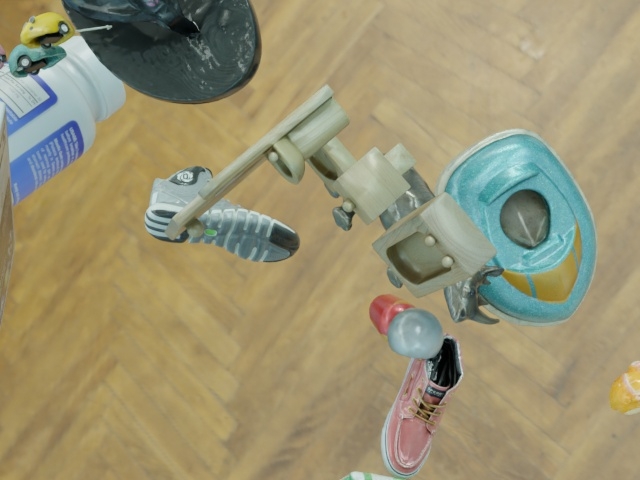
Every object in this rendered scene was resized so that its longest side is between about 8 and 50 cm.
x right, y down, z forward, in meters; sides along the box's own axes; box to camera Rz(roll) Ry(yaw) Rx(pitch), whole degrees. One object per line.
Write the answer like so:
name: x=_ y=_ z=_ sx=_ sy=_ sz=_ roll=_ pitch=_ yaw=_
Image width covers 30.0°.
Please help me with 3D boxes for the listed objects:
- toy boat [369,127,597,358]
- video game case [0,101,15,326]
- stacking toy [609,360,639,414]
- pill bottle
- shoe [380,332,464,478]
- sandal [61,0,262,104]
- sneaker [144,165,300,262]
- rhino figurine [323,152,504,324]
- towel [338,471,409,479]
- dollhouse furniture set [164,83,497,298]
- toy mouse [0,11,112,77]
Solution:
toy boat: x=0.204 y=0.033 z=1.475 sx=0.318 sy=0.267 sz=0.148 roll=-36 pitch=19 yaw=-6
video game case: x=-0.280 y=0.009 z=0.998 sx=0.022 sy=0.173 sz=0.190 roll=3 pitch=44 yaw=-7
stacking toy: x=0.408 y=0.084 z=1.153 sx=0.302 sy=0.175 sz=0.166 roll=-38 pitch=85 yaw=18
pill bottle: x=-0.383 y=-0.141 z=1.512 sx=0.152 sy=0.152 sz=0.272 roll=22 pitch=53 yaw=40
shoe: x=0.125 y=0.199 z=1.455 sx=0.081 sy=0.063 sz=0.178 roll=122 pitch=169 yaw=-65
sandal: x=-0.238 y=-0.313 z=1.252 sx=0.167 sy=0.107 sz=0.446 roll=-43 pitch=76 yaw=10
sneaker: x=-0.138 y=-0.051 z=1.733 sx=0.132 sy=0.229 sz=0.086 roll=-95 pitch=25 yaw=-44
rhino figurine: x=0.116 y=0.000 z=1.329 sx=0.106 sy=0.073 sz=0.243 roll=-37 pitch=79 yaw=-26
towel: x=0.155 y=0.351 z=1.454 sx=0.248 sy=0.325 sz=0.038 roll=129 pitch=156 yaw=-62
dollhouse furniture set: x=0.000 y=0.000 z=0.776 sx=0.123 sy=0.144 sz=0.151 roll=-41 pitch=91 yaw=-16
toy mouse: x=-0.322 y=-0.196 z=1.249 sx=0.143 sy=0.161 sz=0.031 roll=-29 pitch=82 yaw=44
